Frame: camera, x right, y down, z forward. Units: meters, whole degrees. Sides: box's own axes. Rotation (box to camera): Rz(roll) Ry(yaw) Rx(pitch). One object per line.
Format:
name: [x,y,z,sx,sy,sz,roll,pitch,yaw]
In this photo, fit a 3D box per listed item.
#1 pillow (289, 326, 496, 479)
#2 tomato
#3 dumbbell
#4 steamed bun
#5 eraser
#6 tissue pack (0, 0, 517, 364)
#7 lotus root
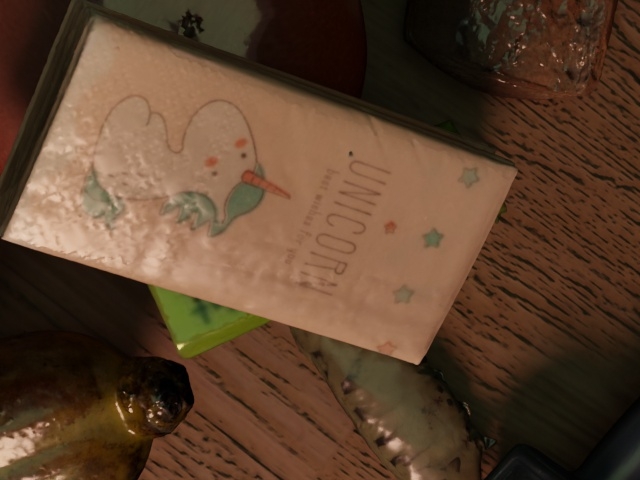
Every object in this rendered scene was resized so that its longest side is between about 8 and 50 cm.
pillow: [0.072,0.138,1.461,0.093,0.051,0.241,-35,91,0]
tomato: [-0.134,-0.159,1.329,0.341,0.273,0.341,-1,102,-6]
dumbbell: [0.278,0.154,1.435,0.316,0.156,0.143,-46,64,-5]
steamed bun: [0.159,-0.192,1.446,0.175,0.106,0.145,14,88,-7]
eraser: [0.000,0.000,1.381,0.274,0.210,0.092,-25,91,-3]
tissue pack: [-0.044,-0.035,1.200,0.325,0.071,0.170,17,106,-23]
lotus root: [-0.247,0.168,1.383,0.309,0.173,0.173,-21,91,-5]
